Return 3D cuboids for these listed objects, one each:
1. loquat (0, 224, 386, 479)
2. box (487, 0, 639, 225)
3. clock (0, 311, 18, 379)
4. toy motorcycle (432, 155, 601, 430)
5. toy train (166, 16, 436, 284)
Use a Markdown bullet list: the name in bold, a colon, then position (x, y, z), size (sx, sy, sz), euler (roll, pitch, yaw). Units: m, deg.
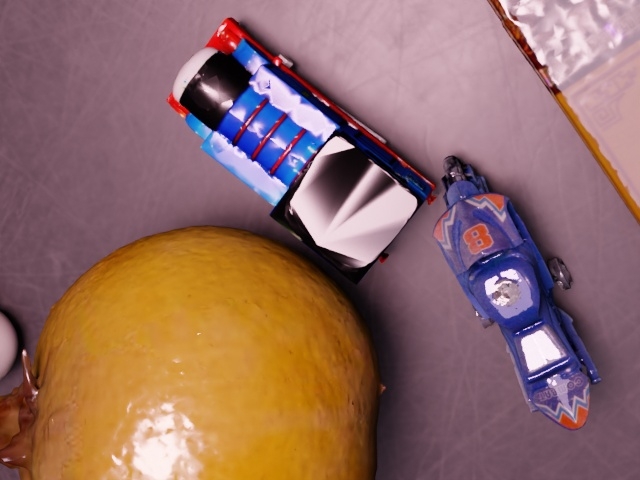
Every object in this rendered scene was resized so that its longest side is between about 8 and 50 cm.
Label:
- **loquat**: position (-0.096, 0.130, 0.883), size (0.274, 0.275, 0.275), euler (2, 101, 10)
- **box**: position (0.307, -0.109, 0.846), size (0.264, 0.116, 0.415), euler (-35, 93, 15)
- **clock**: position (-0.339, 0.063, 1.005), size (0.166, 0.093, 0.162), euler (-20, 99, 12)
- **toy motorcycle**: position (0.137, 0.033, 0.902), size (0.076, 0.114, 0.205), euler (-27, 94, 13)
- **toy train**: position (-0.017, -0.067, 0.902), size (0.204, 0.131, 0.083), euler (38, 105, 1)
